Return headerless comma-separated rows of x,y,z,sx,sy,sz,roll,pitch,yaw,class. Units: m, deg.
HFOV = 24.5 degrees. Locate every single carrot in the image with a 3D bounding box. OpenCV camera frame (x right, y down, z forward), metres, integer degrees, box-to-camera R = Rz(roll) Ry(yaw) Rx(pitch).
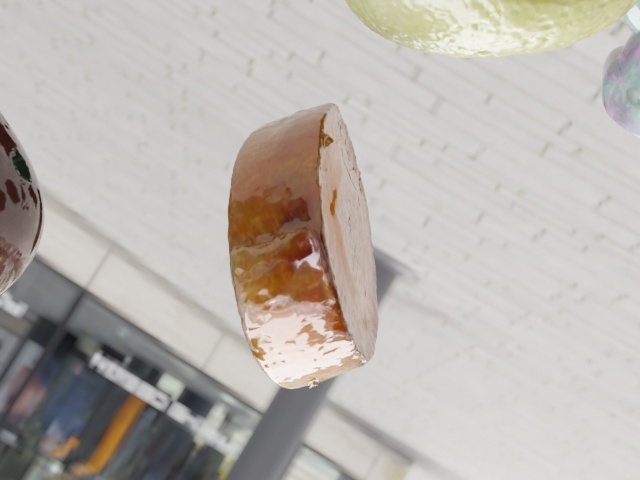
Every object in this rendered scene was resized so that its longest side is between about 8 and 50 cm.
0.000,0.000,1.421,0.100,0.307,0.258,-7,113,16,carrot

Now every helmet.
-0.243,-0.002,0.938,0.106,0.175,0.155,52,-160,-4,helmet

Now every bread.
0.168,-0.300,1.432,0.320,0.320,0.237,10,120,62,bread

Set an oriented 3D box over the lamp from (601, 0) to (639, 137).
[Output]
0.440,-0.253,1.696,0.247,0.301,0.247,17,-150,4,lamp
